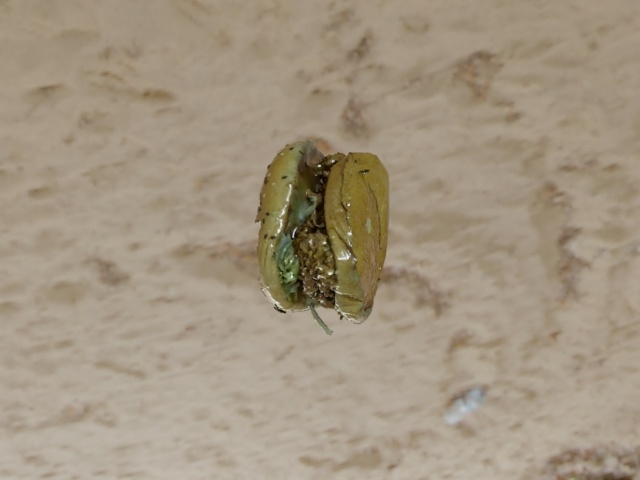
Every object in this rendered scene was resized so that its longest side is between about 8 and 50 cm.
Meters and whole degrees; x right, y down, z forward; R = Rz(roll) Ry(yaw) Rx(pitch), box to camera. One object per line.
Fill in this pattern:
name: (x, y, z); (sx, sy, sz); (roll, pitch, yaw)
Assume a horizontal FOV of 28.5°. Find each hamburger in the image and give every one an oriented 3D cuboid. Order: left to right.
hamburger: (0.000, 0.000, 1.205); (0.113, 0.185, 0.177); (6, -169, 9)
